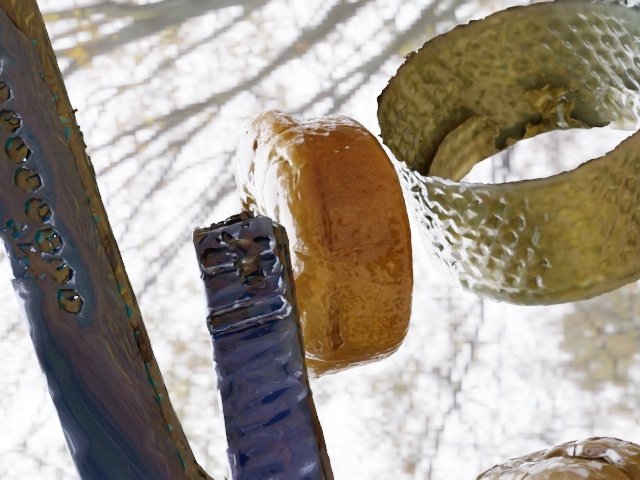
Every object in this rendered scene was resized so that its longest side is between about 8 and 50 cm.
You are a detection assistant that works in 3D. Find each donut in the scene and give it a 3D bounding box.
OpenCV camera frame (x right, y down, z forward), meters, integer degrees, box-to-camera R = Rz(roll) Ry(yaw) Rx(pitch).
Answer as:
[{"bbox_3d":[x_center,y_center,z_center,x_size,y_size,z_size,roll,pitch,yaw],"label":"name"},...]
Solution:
[{"bbox_3d":[0.001,0.002,1.449,0.113,0.226,0.227,-8,-85,-12],"label":"donut"}]

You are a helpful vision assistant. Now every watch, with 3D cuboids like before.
[{"bbox_3d":[-0.075,0.029,0.764,0.276,0.068,0.275,47,-154,-48],"label":"watch"}]

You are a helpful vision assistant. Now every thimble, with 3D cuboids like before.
[{"bbox_3d":[0.196,-0.080,1.518,0.271,0.270,0.150,-54,-42,-36],"label":"thimble"}]

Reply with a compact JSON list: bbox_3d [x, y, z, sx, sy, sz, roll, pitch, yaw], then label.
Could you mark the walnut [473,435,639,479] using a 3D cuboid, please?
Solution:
[{"bbox_3d":[0.142,0.179,0.915,0.155,0.184,0.155,11,-110,-32],"label":"walnut"}]
